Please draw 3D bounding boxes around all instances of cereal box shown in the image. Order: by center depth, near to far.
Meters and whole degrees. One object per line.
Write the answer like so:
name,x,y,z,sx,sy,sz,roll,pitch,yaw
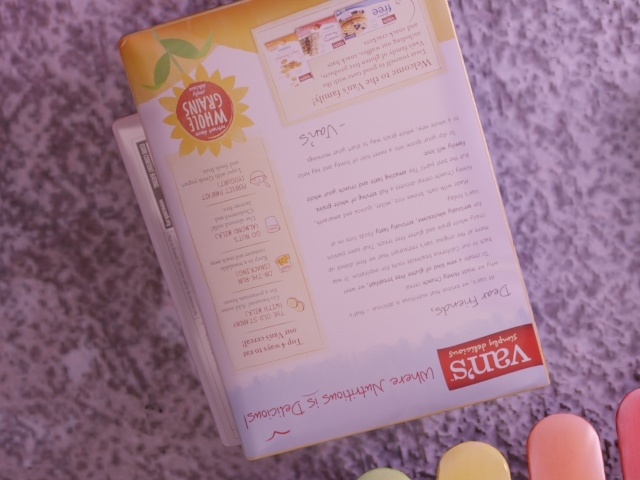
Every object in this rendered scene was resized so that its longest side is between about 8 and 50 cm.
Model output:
cereal box,0.009,-0.017,0.690,0.173,0.047,0.240,-14,99,8

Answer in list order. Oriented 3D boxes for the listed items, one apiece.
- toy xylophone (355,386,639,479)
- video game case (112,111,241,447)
toy xylophone,0.100,0.220,0.699,0.322,0.081,0.236,-13,72,4
video game case,0.000,0.000,0.731,0.183,0.023,0.201,-17,98,8
